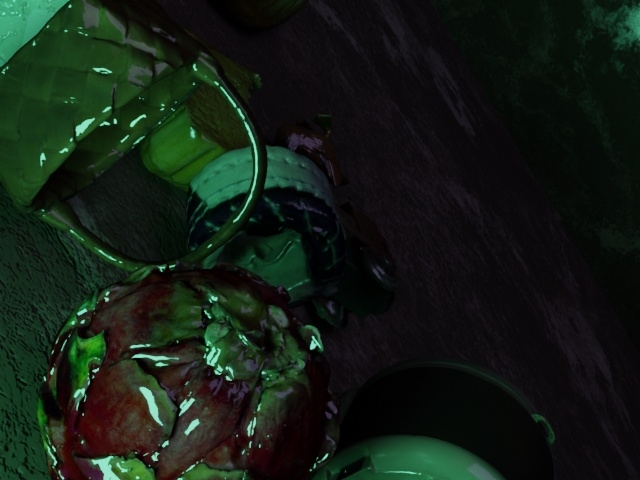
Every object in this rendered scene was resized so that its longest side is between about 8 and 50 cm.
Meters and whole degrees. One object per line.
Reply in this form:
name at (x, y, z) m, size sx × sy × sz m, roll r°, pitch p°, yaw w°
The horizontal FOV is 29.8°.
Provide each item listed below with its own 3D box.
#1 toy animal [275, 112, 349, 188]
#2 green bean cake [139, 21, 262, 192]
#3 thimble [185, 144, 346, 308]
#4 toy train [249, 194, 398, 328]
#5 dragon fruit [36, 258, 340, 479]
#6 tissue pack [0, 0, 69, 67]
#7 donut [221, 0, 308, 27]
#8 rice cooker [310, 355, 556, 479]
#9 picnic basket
toy animal at (-0.016, -0.130, 2.120) m, size 0.188 × 0.089 × 0.179 m, roll 44°, pitch 46°, yaw -30°
green bean cake at (-0.174, -0.179, 1.815) m, size 0.233 × 0.124 × 0.236 m, roll 27°, pitch 40°, yaw -48°
thimble at (-0.074, -0.011, 1.693) m, size 0.237 × 0.237 × 0.150 m, roll 39°, pitch 30°, yaw -38°
toy train at (0.000, 0.000, 1.940) m, size 0.304 × 0.150 × 0.221 m, roll 39°, pitch 21°, yaw -35°
dragon fruit at (-0.144, 0.175, 1.266) m, size 0.329 × 0.329 × 0.329 m, roll 43°, pitch 29°, yaw -31°
tissue pack at (-0.403, -0.356, 1.485) m, size 0.198 × 0.146 × 0.263 m, roll 47°, pitch 13°, yaw -33°
donut at (-0.124, -0.543, 2.291) m, size 0.299 × 0.150 × 0.317 m, roll 39°, pitch 32°, yaw -43°
rice cooker at (0.146, 0.341, 1.624) m, size 0.335 × 0.335 × 0.325 m, roll 55°, pitch 25°, yaw -10°
picnic basket at (-0.221, -0.109, 1.434) m, size 0.337 × 0.293 × 0.337 m, roll 45°, pitch 15°, yaw -16°
